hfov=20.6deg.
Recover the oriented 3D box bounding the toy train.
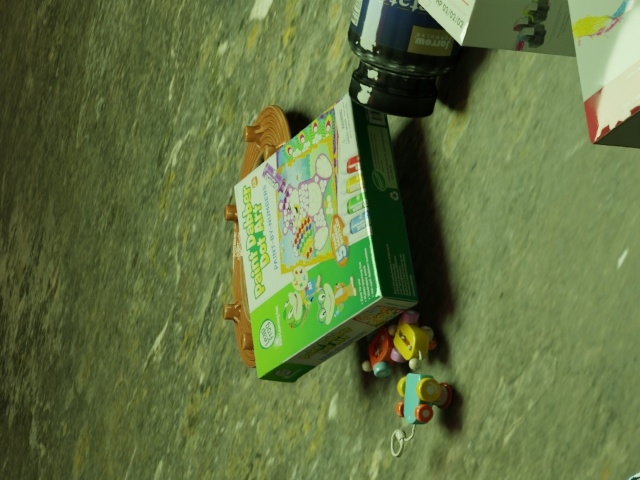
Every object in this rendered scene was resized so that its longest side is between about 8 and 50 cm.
[{"bbox_3d":[0.096,0.146,1.890,0.125,0.046,0.166,117,149,-44],"label":"toy train"}]

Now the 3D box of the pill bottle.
[{"bbox_3d":[0.097,-0.246,1.836,0.123,0.123,0.219,-133,51,-58],"label":"pill bottle"}]

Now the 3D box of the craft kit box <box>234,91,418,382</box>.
[{"bbox_3d":[0.000,0.000,1.965,0.246,0.061,0.250,-39,52,48],"label":"craft kit box"}]

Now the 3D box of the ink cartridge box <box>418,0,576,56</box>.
[{"bbox_3d":[0.162,-0.221,1.619,0.104,0.181,0.061,-125,44,-54],"label":"ink cartridge box"}]

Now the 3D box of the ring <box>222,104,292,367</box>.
[{"bbox_3d":[-0.084,-0.006,2.240,0.336,0.032,0.336,-177,90,-76],"label":"ring"}]

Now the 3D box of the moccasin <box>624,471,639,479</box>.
[{"bbox_3d":[0.294,0.232,1.357,0.342,0.117,0.138,140,128,-58],"label":"moccasin"}]

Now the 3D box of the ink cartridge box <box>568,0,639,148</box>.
[{"bbox_3d":[0.287,-0.175,1.406,0.127,0.128,0.176,141,127,-58],"label":"ink cartridge box"}]
